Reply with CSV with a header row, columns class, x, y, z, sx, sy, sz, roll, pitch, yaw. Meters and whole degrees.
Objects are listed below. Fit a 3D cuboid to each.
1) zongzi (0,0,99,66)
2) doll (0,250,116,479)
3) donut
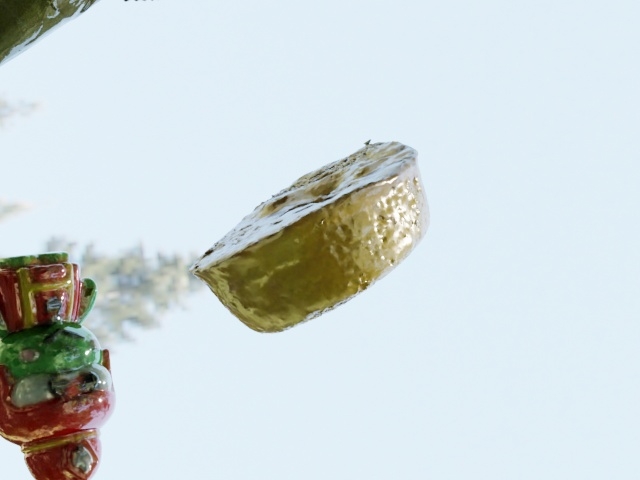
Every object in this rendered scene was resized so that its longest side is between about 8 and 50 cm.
class,x,y,z,sx,sy,sz,roll,pitch,yaw
zongzi,-0.233,-0.356,1.523,0.174,0.393,0.356,29,-33,24
doll,-0.370,0.196,2.357,0.160,0.183,0.363,-24,-104,49
donut,0.001,-0.001,1.810,0.278,0.277,0.108,-22,-77,46
